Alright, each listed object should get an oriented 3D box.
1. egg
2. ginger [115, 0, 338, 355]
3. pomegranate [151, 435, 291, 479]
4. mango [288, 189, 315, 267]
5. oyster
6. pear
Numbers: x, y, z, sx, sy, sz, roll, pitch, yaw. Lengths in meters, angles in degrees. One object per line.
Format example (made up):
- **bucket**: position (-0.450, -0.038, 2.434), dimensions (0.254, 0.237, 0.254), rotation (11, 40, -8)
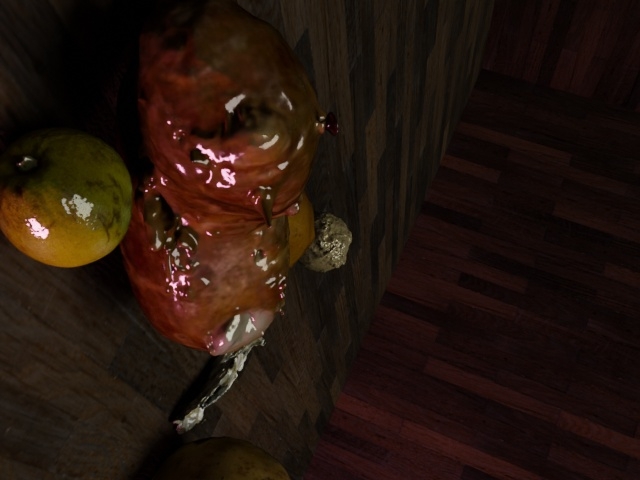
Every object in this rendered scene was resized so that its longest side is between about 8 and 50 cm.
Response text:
- **egg**: position (0.000, 0.000, 1.266), dimensions (0.140, 0.116, 0.118), rotation (-12, 94, -78)
- **ginger**: position (-0.096, -0.036, 0.629), dimensions (0.176, 0.254, 0.418), rotation (-9, 125, -21)
- **pomegranate**: position (-0.154, 0.444, 1.023), dimensions (0.281, 0.281, 0.281), rotation (20, 90, -75)
- **mango**: position (-0.092, -0.036, 0.874), dimensions (0.248, 0.151, 0.156), rotation (28, 39, -63)
- **oyster**: position (-0.176, 0.228, 1.100), dimensions (0.200, 0.061, 0.106), rotation (-47, 171, -51)
- **pear**: position (-0.198, -0.034, 0.528), dimensions (0.131, 0.107, 0.107), rotation (91, 23, -69)
